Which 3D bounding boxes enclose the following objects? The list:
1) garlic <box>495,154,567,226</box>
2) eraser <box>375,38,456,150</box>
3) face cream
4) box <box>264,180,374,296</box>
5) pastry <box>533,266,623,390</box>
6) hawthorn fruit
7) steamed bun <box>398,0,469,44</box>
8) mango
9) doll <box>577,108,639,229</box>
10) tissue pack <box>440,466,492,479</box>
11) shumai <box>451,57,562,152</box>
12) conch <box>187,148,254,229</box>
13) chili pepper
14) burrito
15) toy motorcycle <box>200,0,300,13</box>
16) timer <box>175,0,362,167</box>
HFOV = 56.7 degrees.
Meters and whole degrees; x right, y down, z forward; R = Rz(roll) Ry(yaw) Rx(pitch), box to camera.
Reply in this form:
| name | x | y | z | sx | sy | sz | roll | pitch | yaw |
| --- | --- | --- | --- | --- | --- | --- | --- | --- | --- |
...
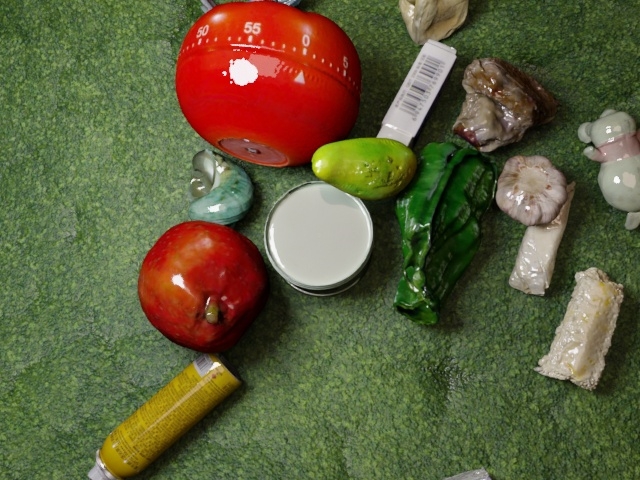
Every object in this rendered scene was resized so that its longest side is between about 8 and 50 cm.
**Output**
| name | x | y | z | sx | sy | sz | roll | pitch | yaw |
| --- | --- | --- | --- | --- | --- | --- | --- | --- | --- |
| garlic | 0.443 | -0.104 | 1.250 | 0.147 | 0.102 | 0.159 | -19 | 65 | 8 |
| eraser | 0.207 | -0.295 | 1.322 | 0.081 | 0.124 | 0.279 | 27 | 80 | 9 |
| face cream | -0.324 | 0.370 | 1.214 | 0.349 | 0.105 | 0.105 | -41 | 78 | -6 |
| box | 0.000 | 0.000 | 1.256 | 0.226 | 0.149 | 0.226 | -1 | 78 | 4 |
| pastry | 0.550 | 0.179 | 1.219 | 0.121 | 0.089 | 0.258 | 28 | 83 | -4 |
| hawthorn fruit | -0.227 | 0.094 | 1.163 | 0.265 | 0.307 | 0.265 | -2 | 100 | -11 |
| steamed bun | 0.250 | -0.568 | 1.375 | 0.141 | 0.172 | 0.155 | -21 | 59 | -12 |
| mango | 0.087 | -0.141 | 1.168 | 0.233 | 0.111 | 0.125 | -7 | 50 | -29 |
| doll | 0.651 | -0.162 | 1.272 | 0.155 | 0.113 | 0.275 | -16 | 76 | -3 |
| tissue pack | 0.263 | 0.637 | 1.109 | 0.242 | 0.125 | 0.343 | -19 | 77 | -1 |
| shumai | 0.384 | -0.290 | 1.321 | 0.185 | 0.218 | 0.184 | -47 | 61 | 36 |
| conch | -0.226 | -0.097 | 1.307 | 0.176 | 0.122 | 0.188 | 10 | 75 | 27 |
| chili pepper | 0.232 | -0.026 | 1.238 | 0.167 | 0.213 | 0.385 | 3 | 66 | 48 |
| burrito | 0.486 | -0.016 | 1.277 | 0.082 | 0.059 | 0.275 | 19 | 79 | 22 |
| toy motorcycle | -0.188 | -0.632 | 1.390 | 0.241 | 0.182 | 0.319 | -31 | 79 | -4 |
| timer | -0.105 | -0.307 | 1.213 | 0.378 | 0.378 | 0.279 | 9 | 82 | 5 |
